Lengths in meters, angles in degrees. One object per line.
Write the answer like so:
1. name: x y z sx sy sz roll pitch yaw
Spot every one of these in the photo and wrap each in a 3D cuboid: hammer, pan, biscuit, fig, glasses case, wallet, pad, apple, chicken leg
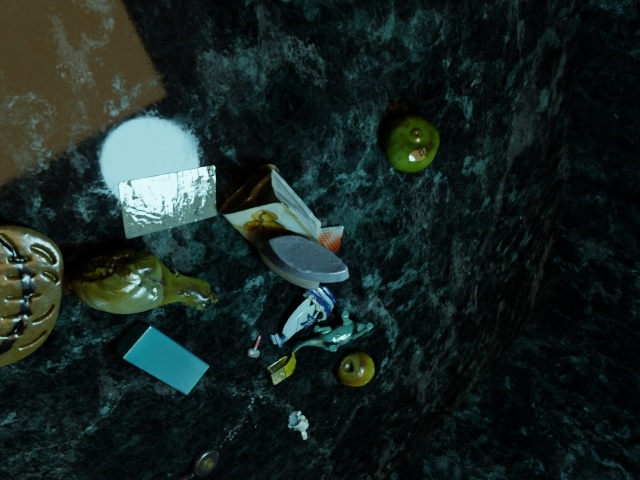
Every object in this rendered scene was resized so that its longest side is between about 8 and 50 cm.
1. hammer: -0.233 0.379 1.733 0.052 0.031 0.083 24 86 -51
2. pan: -0.469 0.859 1.793 0.212 0.040 0.115 -35 129 -24
3. biscuit: -0.743 0.132 1.061 0.314 0.063 0.367 1 115 -45
4. fig: 0.312 -0.335 1.713 0.203 0.203 0.225 -52 178 -5
5. glasses case: -0.471 0.355 1.462 0.117 0.070 0.301 -51 137 -16
6. wallet: 0.000 0.000 1.722 0.196 0.020 0.103 -7 119 -41
7. pad: -0.395 -0.105 1.287 0.265 0.009 0.159 -19 127 -35
8. apple: 0.161 0.575 2.145 0.163 0.146 0.147 -56 143 -5
9. chicken leg: -0.448 0.126 1.298 0.201 0.153 0.429 -51 148 12

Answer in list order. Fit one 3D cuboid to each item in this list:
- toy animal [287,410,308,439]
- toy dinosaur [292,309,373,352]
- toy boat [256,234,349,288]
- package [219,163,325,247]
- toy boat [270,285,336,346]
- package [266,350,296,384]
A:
1. toy animal: -0.087 0.799 2.098 0.085 0.071 0.124 -49 138 -10
2. toy dinosaur: 0.067 0.404 2.001 0.383 0.129 0.331 -21 161 -9
3. toy boat: -0.075 0.081 1.480 0.276 0.293 0.111 26 63 -16
4. package: -0.125 -0.075 1.486 0.311 0.221 0.165 48 39 -46
5. toy boat: -0.051 0.290 1.826 0.210 0.070 0.291 24 104 -49
6. package: -0.142 0.494 1.873 0.131 0.047 0.071 -27 128 -27
